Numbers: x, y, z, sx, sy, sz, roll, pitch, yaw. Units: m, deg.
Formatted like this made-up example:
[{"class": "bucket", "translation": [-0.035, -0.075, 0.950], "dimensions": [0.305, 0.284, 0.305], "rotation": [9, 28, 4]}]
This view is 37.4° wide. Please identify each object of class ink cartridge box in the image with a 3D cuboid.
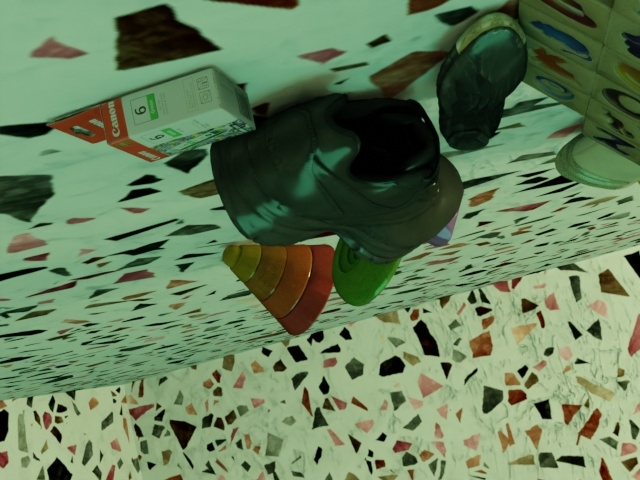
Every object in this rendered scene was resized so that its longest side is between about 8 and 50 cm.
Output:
[{"class": "ink cartridge box", "translation": [-0.105, -0.072, 0.595], "dimensions": [0.115, 0.029, 0.063], "rotation": [-16, 171, 13]}]

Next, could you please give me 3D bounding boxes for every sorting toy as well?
[{"class": "sorting toy", "translation": [0.000, 0.000, 1.046], "dimensions": [0.126, 0.127, 0.365], "rotation": [24, 151, -22]}]

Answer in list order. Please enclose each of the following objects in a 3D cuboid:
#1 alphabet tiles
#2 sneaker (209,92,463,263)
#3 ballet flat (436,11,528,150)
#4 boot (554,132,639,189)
[{"class": "alphabet tiles", "translation": [0.245, -0.065, 0.574], "dimensions": [0.011, 0.285, 0.342], "rotation": [-58, 166, 1]}, {"class": "sneaker", "translation": [0.050, -0.051, 0.731], "dimensions": [0.130, 0.109, 0.286], "rotation": [-27, 167, 32]}, {"class": "ballet flat", "translation": [0.105, -0.112, 0.651], "dimensions": [0.057, 0.049, 0.173], "rotation": [-2, 164, 1]}, {"class": "boot", "translation": [0.351, -0.102, 0.909], "dimensions": [0.213, 0.077, 0.165], "rotation": [-6, 169, -12]}]
